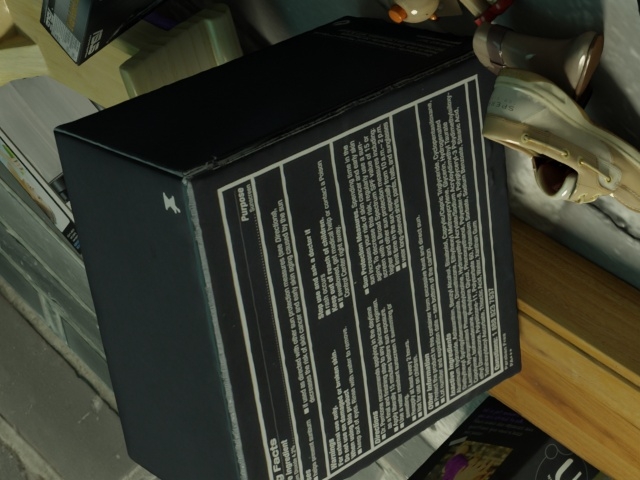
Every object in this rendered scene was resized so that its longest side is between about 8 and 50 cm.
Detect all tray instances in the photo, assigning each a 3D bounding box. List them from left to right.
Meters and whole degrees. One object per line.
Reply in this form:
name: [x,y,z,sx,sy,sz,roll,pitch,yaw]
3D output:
tray: [0.203,0.093,1.206,0.411,0.076,0.202,35,156,35]

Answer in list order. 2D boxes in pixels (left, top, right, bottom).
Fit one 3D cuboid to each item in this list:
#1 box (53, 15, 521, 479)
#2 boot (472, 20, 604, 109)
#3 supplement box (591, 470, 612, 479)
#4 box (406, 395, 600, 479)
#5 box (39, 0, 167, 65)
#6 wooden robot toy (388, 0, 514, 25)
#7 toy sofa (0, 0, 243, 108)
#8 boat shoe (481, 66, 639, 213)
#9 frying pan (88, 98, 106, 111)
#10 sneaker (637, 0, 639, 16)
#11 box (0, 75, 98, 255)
box: [-0.015,0.013,1.064,0.183,0.294,0.296,20,126,45]
boot: [0.146,-0.127,0.945,0.087,0.042,0.118,29,166,14]
supplement box: [0.293,0.266,1.319,0.083,0.083,0.056,52,160,-9]
box: [0.163,0.313,1.401,0.165,0.270,0.143,56,159,-20]
box: [-0.135,-0.250,1.116,0.056,0.183,0.231,50,160,1]
wooden robot toy: [0.086,-0.173,0.950,0.076,0.079,0.173,50,161,-3]
toy sofa: [-0.198,-0.204,1.360,0.363,0.177,0.150,31,148,42]
boat shoe: [0.170,-0.055,0.949,0.170,0.059,0.063,32,174,-32]
frying pan: [-0.254,-0.192,1.582,0.326,0.053,0.197,45,-177,1]
sneaker: [0.220,-0.120,0.704,0.126,0.127,0.321,37,159,25]
box: [-0.323,-0.145,1.729,0.290,0.169,0.087,51,158,-3]
